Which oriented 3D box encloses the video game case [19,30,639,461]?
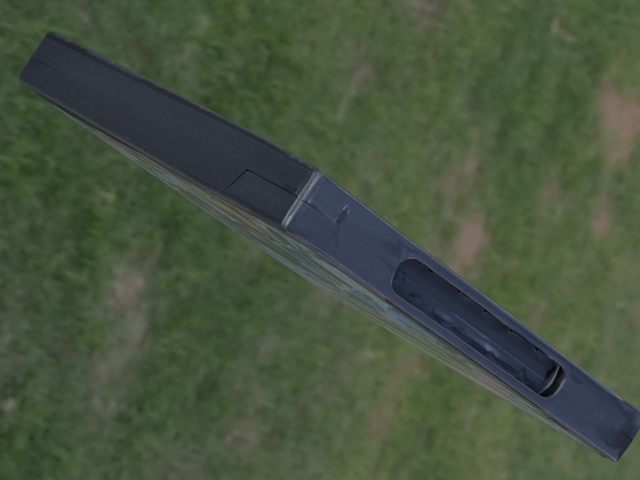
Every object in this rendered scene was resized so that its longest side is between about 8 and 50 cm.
[{"bbox_3d":[0.000,0.000,0.896,0.248,0.275,0.035,36,86,-37],"label":"video game case"}]
